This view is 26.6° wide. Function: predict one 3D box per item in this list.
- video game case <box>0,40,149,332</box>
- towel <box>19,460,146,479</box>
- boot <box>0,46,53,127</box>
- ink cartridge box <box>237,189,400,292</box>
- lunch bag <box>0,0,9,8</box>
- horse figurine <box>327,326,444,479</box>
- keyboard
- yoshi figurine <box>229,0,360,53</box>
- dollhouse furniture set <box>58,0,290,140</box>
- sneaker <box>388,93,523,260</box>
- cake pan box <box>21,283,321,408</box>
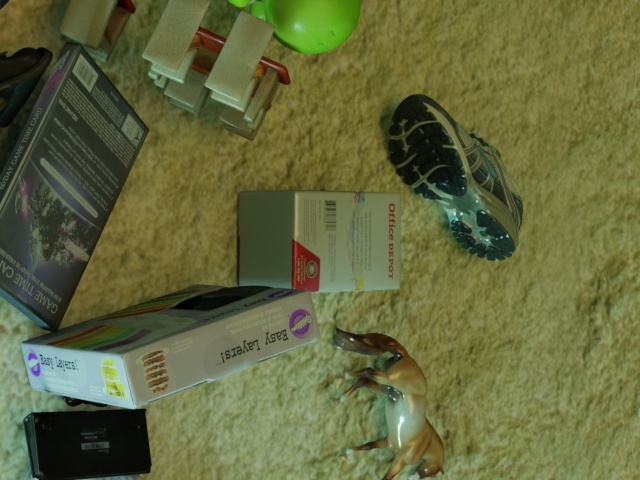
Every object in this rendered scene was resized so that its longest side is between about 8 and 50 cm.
[{"bbox_3d":[-0.290,-0.056,1.514,0.274,0.026,0.196,-67,156,-17],"label":"video game case"},{"bbox_3d":[-0.266,0.372,1.609,0.285,0.034,0.209,41,65,-32],"label":"towel"},{"bbox_3d":[-0.419,-0.204,1.421,0.229,0.091,0.263,36,26,-7],"label":"boot"},{"bbox_3d":[0.000,0.000,1.737,0.176,0.127,0.128,1,90,-37],"label":"ink cartridge box"},{"bbox_3d":[-0.371,-0.289,1.456,0.098,0.065,0.067,96,20,-50],"label":"lunch bag"},{"bbox_3d":[0.094,0.235,1.856,0.174,0.066,0.263,-19,105,-29],"label":"horse figurine"},{"bbox_3d":[-0.271,0.224,1.577,0.180,0.023,0.108,7,71,-52],"label":"keyboard"},{"bbox_3d":[-0.005,-0.323,1.606,0.362,0.203,0.203,-55,157,-57],"label":"yoshi figurine"},{"bbox_3d":[-0.153,-0.239,1.546,0.259,0.262,0.135,25,86,3],"label":"dollhouse furniture set"},{"bbox_3d":[0.196,-0.105,1.916,0.283,0.110,0.122,54,44,-28],"label":"sneaker"},{"bbox_3d":[-0.168,0.114,1.541,0.267,0.246,0.070,-17,102,-35],"label":"cake pan box"}]
